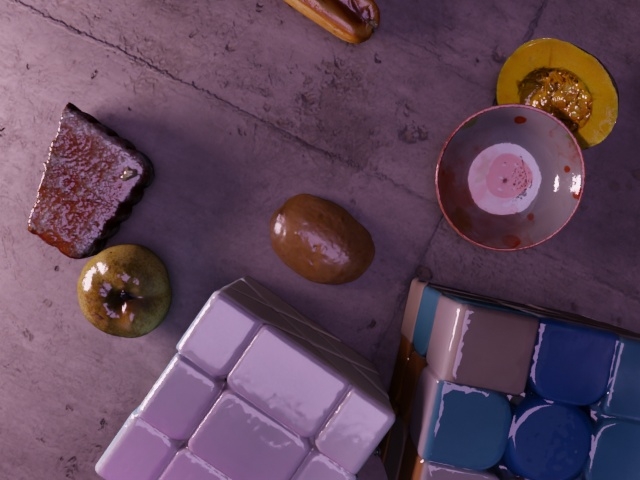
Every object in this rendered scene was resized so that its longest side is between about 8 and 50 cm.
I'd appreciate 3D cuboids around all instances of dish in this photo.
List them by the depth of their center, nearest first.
[{"bbox_3d":[0.335,-0.114,1.067,0.260,0.085,0.260,0,97,3],"label":"dish"}]

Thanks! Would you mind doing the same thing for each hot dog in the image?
[{"bbox_3d":[-0.005,-0.447,1.062,0.249,0.068,0.100,35,78,-4],"label":"hot dog"}]

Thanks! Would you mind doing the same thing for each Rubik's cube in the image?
[{"bbox_3d":[0.306,0.271,0.953,0.347,0.347,0.344,12,92,-1],"label":"Rubik's cube"},{"bbox_3d":[-0.104,0.277,0.956,0.319,0.322,0.316,35,92,-1],"label":"Rubik's cube"}]

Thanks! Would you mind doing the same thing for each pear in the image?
[{"bbox_3d":[-0.344,0.088,1.035,0.167,0.136,0.167,0,93,-6],"label":"pear"}]

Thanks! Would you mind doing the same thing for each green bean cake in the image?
[{"bbox_3d":[-0.428,-0.099,1.047,0.198,0.097,0.232,32,91,-3],"label":"green bean cake"}]

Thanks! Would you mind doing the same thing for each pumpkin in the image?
[{"bbox_3d":[0.431,-0.263,1.030,0.110,0.217,0.217,-36,92,-31],"label":"pumpkin"}]

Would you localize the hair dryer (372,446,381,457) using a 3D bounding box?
[{"bbox_3d":[0.089,0.374,1.061,0.038,0.124,0.063,-12,93,-15],"label":"hair dryer"}]

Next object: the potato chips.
[{"bbox_3d":[0.000,0.000,1.086,0.202,0.049,0.150,39,85,4],"label":"potato chips"}]
